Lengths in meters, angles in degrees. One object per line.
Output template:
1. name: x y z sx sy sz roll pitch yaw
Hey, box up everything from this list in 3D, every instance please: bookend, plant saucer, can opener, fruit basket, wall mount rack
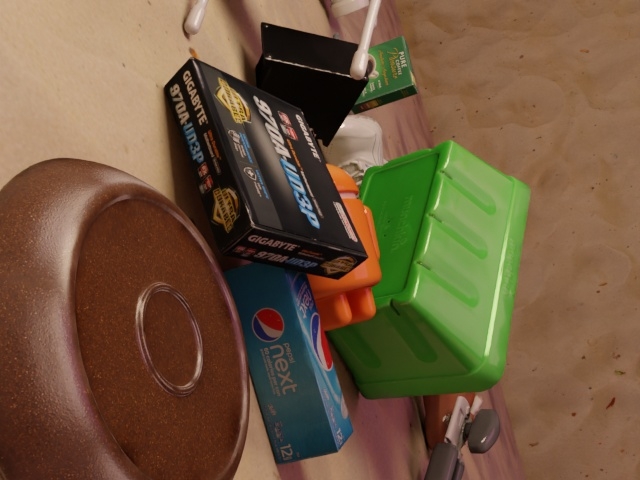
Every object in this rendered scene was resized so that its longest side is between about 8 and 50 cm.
1. bookend: -0.034 -0.223 1.055 0.157 0.156 0.072 125 -35 -52
2. plant saucer: -0.129 0.079 0.543 0.310 0.050 0.310 -18 90 -73
3. can opener: 0.230 0.380 1.218 0.280 0.093 0.074 -55 128 -43
4. fruit basket: 0.190 0.088 1.111 0.392 0.283 0.391 17 66 -44
5. wall mount rack: -0.024 -0.330 0.941 0.304 0.350 0.130 -74 178 -64

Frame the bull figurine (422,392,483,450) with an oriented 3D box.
1. bull figurine: 0.258 0.261 1.396 0.188 0.101 0.310 -3 100 -63

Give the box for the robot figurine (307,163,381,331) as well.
1. robot figurine: -0.001 0.000 0.885 0.128 0.158 0.219 107 -31 -81

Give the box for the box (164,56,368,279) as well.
1. box: -0.057 -0.071 0.746 0.175 0.051 0.220 16 43 -48

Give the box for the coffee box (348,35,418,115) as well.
1. coffee box: 0.082 -0.295 1.328 0.040 0.184 0.113 40 37 -60

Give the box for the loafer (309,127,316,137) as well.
1. loafer: -0.012 -0.056 0.985 0.080 0.078 0.220 -49 120 -70

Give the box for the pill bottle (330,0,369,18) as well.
1. pill bottle: 0.035 -0.611 1.598 0.117 0.118 0.208 -65 135 -66

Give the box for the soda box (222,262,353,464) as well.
1. soda box: -0.033 0.121 0.761 0.067 0.071 0.210 -14 88 -73

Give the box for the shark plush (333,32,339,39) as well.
1. shark plush: 0.038 -0.361 1.454 0.161 0.067 0.073 -84 152 -52

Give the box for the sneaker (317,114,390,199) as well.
1. sneaker: 0.075 -0.119 1.284 0.297 0.111 0.129 46 38 -55
